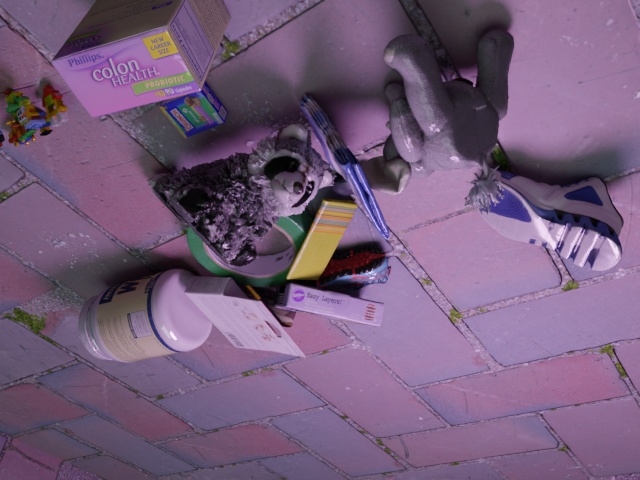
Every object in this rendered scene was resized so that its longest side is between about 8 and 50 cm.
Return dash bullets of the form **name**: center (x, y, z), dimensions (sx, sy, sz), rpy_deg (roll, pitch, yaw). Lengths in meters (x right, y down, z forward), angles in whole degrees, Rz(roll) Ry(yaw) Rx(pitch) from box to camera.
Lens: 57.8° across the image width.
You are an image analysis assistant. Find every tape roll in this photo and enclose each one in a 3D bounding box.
- **tape roll**: center (-0.173, -0.007, 1.478), dimensions (0.322, 0.077, 0.321), rpy_deg (4, 138, 4)

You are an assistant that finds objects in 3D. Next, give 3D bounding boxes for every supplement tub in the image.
- **supplement tub**: center (-0.502, 0.223, 1.668), dimensions (0.325, 0.235, 0.235), rpy_deg (-15, 134, 24)

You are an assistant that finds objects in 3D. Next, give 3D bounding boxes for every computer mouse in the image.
- **computer mouse**: center (0.131, -0.148, 1.298), dimensions (0.242, 0.041, 0.071), rpy_deg (-17, 132, 25)

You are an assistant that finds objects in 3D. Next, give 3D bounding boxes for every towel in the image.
- **towel**: center (0.000, 0.000, 1.412), dimensions (0.102, 0.021, 0.237), rpy_deg (6, 123, -36)
- **towel**: center (0.045, -0.149, 1.146), dimensions (0.034, 0.285, 0.209), rpy_deg (-29, 132, 2)

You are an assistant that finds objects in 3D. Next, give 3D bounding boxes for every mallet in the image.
- **mallet**: center (-0.173, 0.157, 1.627), dimensions (0.189, 0.039, 0.062), rpy_deg (46, 149, 1)

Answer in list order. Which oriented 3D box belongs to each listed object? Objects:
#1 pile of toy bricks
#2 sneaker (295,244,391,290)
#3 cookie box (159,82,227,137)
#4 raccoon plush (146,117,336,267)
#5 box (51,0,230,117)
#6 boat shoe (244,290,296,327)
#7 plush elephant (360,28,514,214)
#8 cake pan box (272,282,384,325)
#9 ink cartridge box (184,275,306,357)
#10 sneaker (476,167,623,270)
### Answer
- **pile of toy bricks**: center (-0.651, -0.276, 1.252), dimensions (0.212, 0.118, 0.105), rpy_deg (-15, 96, 38)
- **sneaker**: center (0.060, 0.099, 1.540), dimensions (0.262, 0.104, 0.125), rpy_deg (-9, 141, 22)
- **cookie box**: center (-0.266, -0.275, 1.219), dimensions (0.107, 0.040, 0.091), rpy_deg (-15, 134, 25)
- **raccoon plush**: center (-0.187, -0.154, 1.242), dimensions (0.446, 0.299, 0.216), rpy_deg (37, 164, 38)
- **box**: center (-0.294, -0.347, 0.992), dimensions (0.214, 0.242, 0.117), rpy_deg (-9, 135, 17)
- **boat shoe**: center (-0.177, 0.183, 1.695), dimensions (0.224, 0.073, 0.080), rpy_deg (24, 156, -1)
- **plush elephant**: center (0.204, -0.213, 1.088), dimensions (0.255, 0.272, 0.329), rpy_deg (8, 117, 59)
- **cake pan box**: center (0.010, 0.172, 1.559), dimensions (0.267, 0.070, 0.246), rpy_deg (14, 169, -12)
- **ink cartridge box**: center (-0.196, 0.214, 1.614), dimensions (0.261, 0.066, 0.296), rpy_deg (1, 142, 30)
- **sneaker**: center (0.513, -0.072, 1.264), dimensions (0.316, 0.182, 0.127), rpy_deg (30, 141, 20)
